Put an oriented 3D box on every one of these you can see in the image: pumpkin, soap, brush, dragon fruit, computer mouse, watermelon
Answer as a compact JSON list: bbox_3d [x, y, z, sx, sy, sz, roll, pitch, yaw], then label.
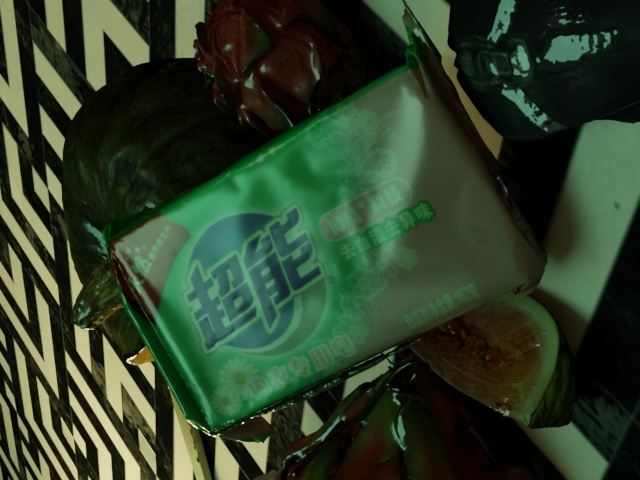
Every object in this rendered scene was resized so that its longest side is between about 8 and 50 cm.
[{"bbox_3d":[-0.138,-0.031,1.051,0.232,0.242,0.325,54,148,7],"label":"pumpkin"},{"bbox_3d":[0.001,0.000,0.811,0.273,0.098,0.218,-28,90,22],"label":"soap"},{"bbox_3d":[-0.151,0.335,1.625,0.085,0.020,0.337,17,124,59],"label":"brush"},{"bbox_3d":[-0.029,-0.127,0.897,0.142,0.130,0.121,27,144,-7],"label":"dragon fruit"},{"bbox_3d":[0.058,0.202,0.919,0.233,0.233,0.293,12,109,60],"label":"dragon fruit"},{"bbox_3d":[0.123,-0.108,0.686,0.192,0.062,0.106,5,115,60],"label":"computer mouse"},{"bbox_3d":[0.128,0.069,0.819,0.163,0.087,0.069,33,108,54],"label":"watermelon"}]

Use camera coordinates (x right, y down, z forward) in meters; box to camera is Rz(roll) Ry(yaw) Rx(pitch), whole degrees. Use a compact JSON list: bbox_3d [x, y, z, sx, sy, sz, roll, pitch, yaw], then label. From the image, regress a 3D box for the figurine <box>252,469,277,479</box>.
[{"bbox_3d":[-0.012,0.358,1.255,0.276,0.133,0.200,46,136,28],"label":"figurine"}]
